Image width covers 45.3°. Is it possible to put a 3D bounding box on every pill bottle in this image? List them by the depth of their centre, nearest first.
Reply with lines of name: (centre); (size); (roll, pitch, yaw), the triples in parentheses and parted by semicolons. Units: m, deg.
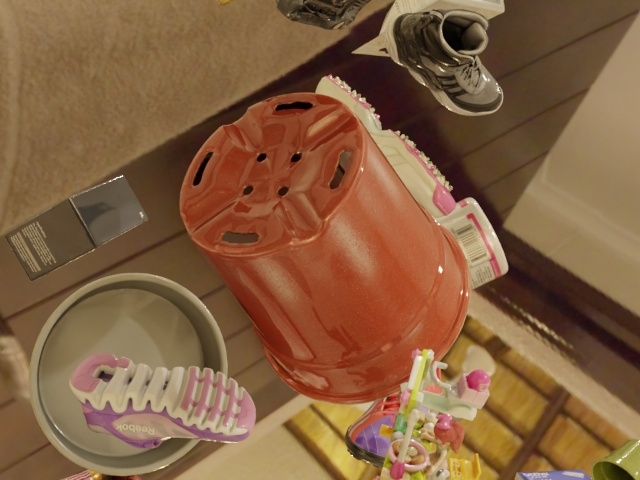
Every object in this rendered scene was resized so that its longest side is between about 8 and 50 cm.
pill bottle: (0.192, 0.049, 1.447); (0.160, 0.283, 0.160); (63, 6, -12)

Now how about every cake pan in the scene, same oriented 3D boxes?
cake pan: (-0.284, 0.196, 1.144); (0.054, 0.293, 0.293); (-10, -74, 61)

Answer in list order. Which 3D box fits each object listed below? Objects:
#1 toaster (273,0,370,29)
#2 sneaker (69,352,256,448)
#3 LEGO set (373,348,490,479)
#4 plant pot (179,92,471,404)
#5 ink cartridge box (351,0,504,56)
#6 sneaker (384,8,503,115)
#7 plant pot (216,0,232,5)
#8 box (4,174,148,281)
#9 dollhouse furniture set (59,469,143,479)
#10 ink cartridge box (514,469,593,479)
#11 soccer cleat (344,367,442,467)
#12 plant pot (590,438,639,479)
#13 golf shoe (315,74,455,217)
toaster: (-0.008, -0.320, 0.815); (0.129, 0.227, 0.146); (-34, -93, 24)
sneaker: (-0.200, 0.220, 0.977); (0.236, 0.095, 0.105); (11, -61, 3)
LEGO set: (0.107, 0.181, 0.589); (0.287, 0.132, 0.107); (-104, -158, -59)
plant pot: (0.000, 0.000, 0.835); (0.272, 0.272, 0.265); (34, -13, 39)
ink cartridge box: (0.193, -0.412, 1.431); (0.232, 0.189, 0.066); (-12, -93, 48)
sneaker: (0.243, -0.299, 1.300); (0.268, 0.101, 0.153); (29, -12, -28)
plant pot: (-0.089, -0.464, 0.950); (0.254, 0.239, 0.254); (58, 0, 0)
box: (-0.402, -0.022, 1.275); (0.158, 0.156, 0.093); (-24, -81, 25)
dollhouse furniture set: (-0.396, 0.549, 1.223); (0.152, 0.201, 0.374); (25, -67, 35)
ink cartridge box: (0.278, 0.391, 0.961); (0.046, 0.097, 0.207); (-136, -128, -67)
soccer cleat: (0.117, 0.244, 1.108); (0.108, 0.318, 0.117); (21, -84, 16)
plant pot: (0.465, 0.341, 1.155); (0.083, 0.079, 0.083); (34, -39, 33)
golf shoe: (0.072, -0.116, 1.155); (0.306, 0.140, 0.115); (47, 7, 31)
